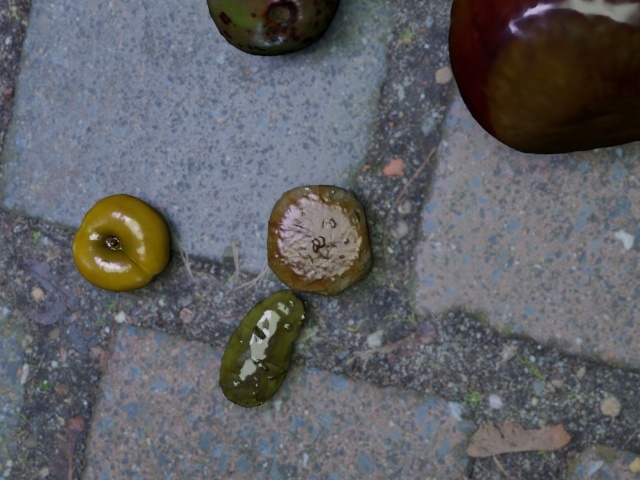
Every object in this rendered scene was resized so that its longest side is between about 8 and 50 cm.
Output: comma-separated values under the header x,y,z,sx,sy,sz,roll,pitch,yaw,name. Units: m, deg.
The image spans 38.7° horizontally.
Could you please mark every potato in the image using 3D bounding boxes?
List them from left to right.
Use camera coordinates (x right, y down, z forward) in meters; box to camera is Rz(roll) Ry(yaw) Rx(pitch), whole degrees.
x,y,z,sx,sy,sz,roll,pitch,yaw,name
-0.100,0.187,1.589,0.117,0.090,0.225,27,93,-6,potato

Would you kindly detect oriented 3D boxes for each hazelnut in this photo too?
x,y,z,sx,sy,sz,roll,pitch,yaw,name
0.397,-0.322,1.341,0.429,0.402,0.402,-7,90,22,hazelnut

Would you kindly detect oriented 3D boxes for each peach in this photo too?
x,y,z,sx,sy,sz,roll,pitch,yaw,name
-0.354,0.008,1.628,0.179,0.103,0.179,1,93,8,peach

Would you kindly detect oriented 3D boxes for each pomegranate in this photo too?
x,y,z,sx,sy,sz,roll,pitch,yaw,name
-0.101,-0.440,1.528,0.242,0.242,0.306,-55,46,7,pomegranate

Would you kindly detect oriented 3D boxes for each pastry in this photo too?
x,y,z,sx,sy,sz,roll,pitch,yaw,name
0.000,0.000,1.565,0.182,0.093,0.192,2,91,8,pastry
